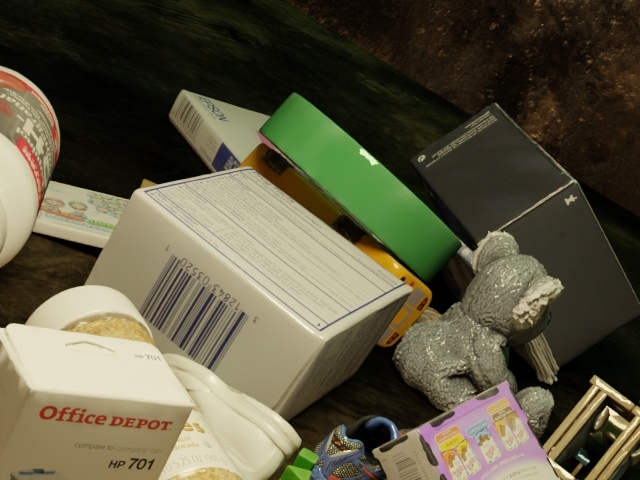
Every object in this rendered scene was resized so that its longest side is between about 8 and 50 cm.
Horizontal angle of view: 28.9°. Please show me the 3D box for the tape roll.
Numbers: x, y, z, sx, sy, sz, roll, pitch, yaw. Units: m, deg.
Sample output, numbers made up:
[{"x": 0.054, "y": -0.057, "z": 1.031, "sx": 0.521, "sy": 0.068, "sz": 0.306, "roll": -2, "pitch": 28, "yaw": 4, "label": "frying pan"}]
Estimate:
[{"x": 0.056, "y": -0.073, "z": 1.732, "sx": 0.321, "sy": 0.077, "sz": 0.321, "roll": 42, "pitch": 1, "yaw": -1, "label": "tape roll"}]

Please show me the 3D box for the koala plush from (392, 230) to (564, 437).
[{"x": 0.224, "y": 0.111, "z": 1.611, "sx": 0.203, "sy": 0.221, "sz": 0.196, "roll": 19, "pitch": 21, "yaw": -25, "label": "koala plush"}]

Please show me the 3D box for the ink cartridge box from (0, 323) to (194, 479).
[{"x": -0.200, "y": 0.169, "z": 0.919, "sx": 0.140, "sy": 0.190, "sz": 0.082, "roll": 12, "pitch": 24, "yaw": -38, "label": "ink cartridge box"}]

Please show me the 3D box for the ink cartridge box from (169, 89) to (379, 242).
[{"x": -0.050, "y": -0.122, "z": 2.082, "sx": 0.330, "sy": 0.071, "sz": 0.324, "roll": 11, "pitch": 24, "yaw": -37, "label": "ink cartridge box"}]

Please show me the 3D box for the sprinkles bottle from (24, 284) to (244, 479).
[{"x": -0.150, "y": 0.182, "z": 1.065, "sx": 0.121, "sy": 0.121, "sz": 0.355, "roll": 12, "pitch": 25, "yaw": -39, "label": "sprinkles bottle"}]

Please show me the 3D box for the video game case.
[{"x": -0.282, "y": -0.029, "z": 1.548, "sx": 0.157, "sy": 0.019, "sz": 0.143, "roll": 13, "pitch": 21, "yaw": -7, "label": "video game case"}]

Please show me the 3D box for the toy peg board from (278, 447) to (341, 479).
[{"x": 0.003, "y": 0.270, "z": 1.110, "sx": 0.161, "sy": 0.079, "sz": 0.161, "roll": 30, "pitch": 19, "yaw": 7, "label": "toy peg board"}]

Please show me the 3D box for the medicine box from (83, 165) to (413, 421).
[{"x": -0.076, "y": 0.058, "z": 1.419, "sx": 0.263, "sy": 0.149, "sz": 0.289, "roll": 37, "pitch": 20, "yaw": 13, "label": "medicine box"}]

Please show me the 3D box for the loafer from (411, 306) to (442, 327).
[{"x": 0.159, "y": 0.124, "z": 1.767, "sx": 0.125, "sy": 0.045, "sz": 0.039, "roll": 17, "pitch": 28, "yaw": -37, "label": "loafer"}]

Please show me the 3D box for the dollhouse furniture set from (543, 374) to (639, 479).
[{"x": 0.365, "y": 0.281, "z": 1.573, "sx": 0.129, "sy": 0.129, "sz": 0.183, "roll": 38, "pitch": -9, "yaw": 25, "label": "dollhouse furniture set"}]

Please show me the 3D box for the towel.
[{"x": 0.243, "y": 0.079, "z": 1.860, "sx": 0.285, "sy": 0.034, "sz": 0.209, "roll": 47, "pitch": -7, "yaw": 44, "label": "towel"}]

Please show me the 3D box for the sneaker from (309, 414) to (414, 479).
[{"x": 0.067, "y": 0.226, "z": 1.301, "sx": 0.083, "sy": 0.087, "sz": 0.221, "roll": 39, "pitch": 22, "yaw": 27, "label": "sneaker"}]

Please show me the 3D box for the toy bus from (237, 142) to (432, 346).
[{"x": 0.000, "y": 0.000, "z": 1.728, "sx": 0.333, "sy": 0.108, "sz": 0.130, "roll": 43, "pitch": 5, "yaw": 38, "label": "toy bus"}]

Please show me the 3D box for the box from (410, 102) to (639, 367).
[{"x": 0.317, "y": -0.009, "z": 1.941, "sx": 0.296, "sy": 0.183, "sz": 0.294, "roll": 55, "pitch": 2, "yaw": -33, "label": "box"}]

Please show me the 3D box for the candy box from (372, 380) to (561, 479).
[{"x": 0.163, "y": 0.257, "z": 1.205, "sx": 0.165, "sy": 0.070, "sz": 0.196, "roll": -16, "pitch": 76, "yaw": -48, "label": "candy box"}]

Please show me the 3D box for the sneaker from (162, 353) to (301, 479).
[{"x": -0.119, "y": 0.179, "z": 1.199, "sx": 0.212, "sy": 0.094, "sz": 0.080, "roll": 20, "pitch": -26, "yaw": 47, "label": "sneaker"}]

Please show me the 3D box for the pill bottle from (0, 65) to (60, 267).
[{"x": -0.379, "y": -0.065, "z": 1.307, "sx": 0.176, "sy": 0.176, "sz": 0.318, "roll": 23, "pitch": 19, "yaw": -14, "label": "pill bottle"}]

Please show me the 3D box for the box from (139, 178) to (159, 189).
[{"x": -0.180, "y": -0.011, "z": 1.684, "sx": 0.164, "sy": 0.021, "sz": 0.201, "roll": 24, "pitch": 18, "yaw": -10, "label": "box"}]
